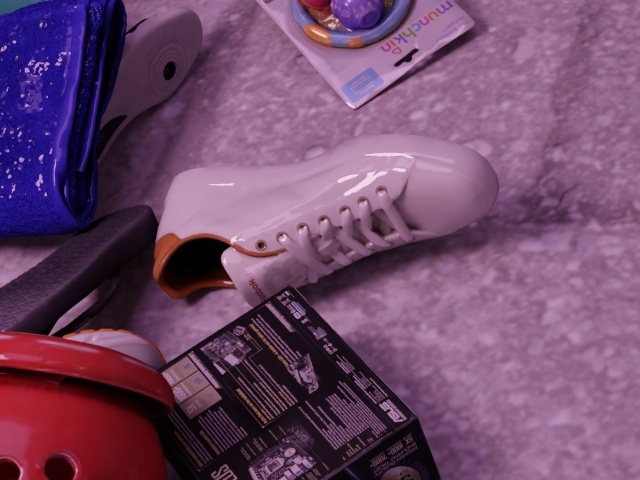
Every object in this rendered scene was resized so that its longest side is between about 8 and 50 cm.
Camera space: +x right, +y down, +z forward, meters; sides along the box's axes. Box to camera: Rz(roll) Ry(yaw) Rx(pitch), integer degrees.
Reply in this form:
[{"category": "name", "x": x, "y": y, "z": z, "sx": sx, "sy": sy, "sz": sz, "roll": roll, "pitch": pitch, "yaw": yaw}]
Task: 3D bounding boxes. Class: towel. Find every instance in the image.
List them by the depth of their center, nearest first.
[{"category": "towel", "x": -0.324, "y": -0.104, "z": 1.616, "sx": 0.308, "sy": 0.076, "sz": 0.227, "roll": -7, "pitch": 61, "yaw": 25}]

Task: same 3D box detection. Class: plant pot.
[{"category": "plant pot", "x": -0.191, "y": 0.158, "z": 1.242, "sx": 0.191, "sy": 0.191, "sz": 0.174, "roll": 2, "pitch": 76, "yaw": 23}]

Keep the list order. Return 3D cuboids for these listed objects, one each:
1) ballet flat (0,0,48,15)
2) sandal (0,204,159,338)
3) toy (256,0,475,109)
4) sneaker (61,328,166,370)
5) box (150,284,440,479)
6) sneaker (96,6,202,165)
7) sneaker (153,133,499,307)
[{"category": "ballet flat", "x": -0.312, "y": -0.221, "z": 1.797, "sx": 0.280, "sy": 0.095, "sz": 0.096, "roll": 3, "pitch": 35, "yaw": 23}, {"category": "sandal", "x": -0.196, "y": 0.042, "z": 1.463, "sx": 0.097, "sy": 0.054, "sz": 0.254, "roll": -12, "pitch": 17, "yaw": 33}, {"category": "toy", "x": 0.012, "y": -0.241, "z": 1.666, "sx": 0.137, "sy": 0.056, "sz": 0.237, "roll": -36, "pitch": 58, "yaw": -7}, {"category": "sneaker", "x": -0.224, "y": 0.164, "z": 1.378, "sx": 0.262, "sy": 0.099, "sz": 0.121, "roll": -26, "pitch": 64, "yaw": -10}, {"category": "box", "x": -0.027, "y": 0.139, "z": 1.321, "sx": 0.147, "sy": 0.077, "sz": 0.180, "roll": -33, "pitch": 43, "yaw": -13}, {"category": "sneaker", "x": -0.214, "y": -0.148, "z": 1.688, "sx": 0.121, "sy": 0.079, "sz": 0.217, "roll": 21, "pitch": 58, "yaw": 34}, {"category": "sneaker", "x": 0.000, "y": 0.000, "z": 1.447, "sx": 0.290, "sy": 0.106, "sz": 0.123, "roll": -9, "pitch": 46, "yaw": 28}]
